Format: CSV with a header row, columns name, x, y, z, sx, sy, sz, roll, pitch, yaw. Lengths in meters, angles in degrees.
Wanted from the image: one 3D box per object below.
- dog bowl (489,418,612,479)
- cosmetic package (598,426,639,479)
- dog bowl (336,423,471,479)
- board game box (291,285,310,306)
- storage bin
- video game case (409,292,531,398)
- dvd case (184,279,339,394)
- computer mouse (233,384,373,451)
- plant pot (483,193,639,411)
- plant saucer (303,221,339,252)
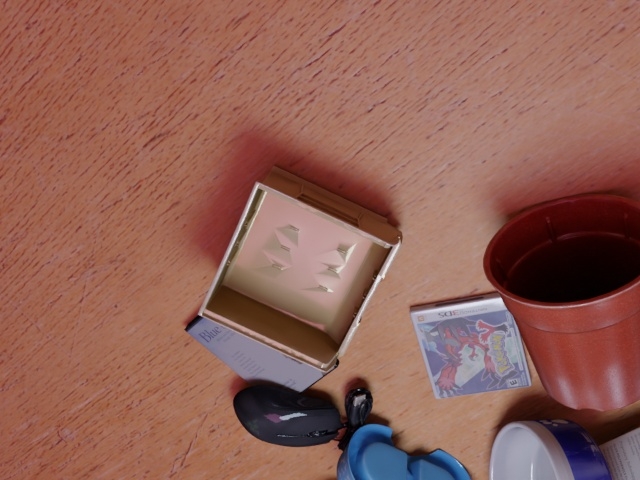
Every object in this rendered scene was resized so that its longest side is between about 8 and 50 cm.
name,x,y,z,sx,sy,sz,roll,pitch,yaw
dog bowl,0.409,0.455,1.489,0.104,0.265,0.265,-1,120,-16
cosmetic package,0.672,0.400,1.453,0.365,0.155,0.197,-34,127,23
dog bowl,0.161,0.469,1.602,0.297,0.166,0.074,27,133,-17
board game box,-0.008,0.112,1.522,0.168,0.033,0.133,-17,113,19
storage bin,-0.030,0.051,1.415,0.260,0.123,0.262,25,111,-2
video game case,0.276,0.195,1.519,0.183,0.023,0.201,-11,115,16
dvd case,-0.112,0.200,1.586,0.253,0.022,0.180,42,123,-12
computer mouse,-0.040,0.351,1.611,0.272,0.072,0.189,9,129,1
plant pot,0.425,0.111,1.327,0.272,0.272,0.265,-13,123,17
plant saucer,0.000,0.000,1.471,0.083,0.015,0.083,5,119,9
